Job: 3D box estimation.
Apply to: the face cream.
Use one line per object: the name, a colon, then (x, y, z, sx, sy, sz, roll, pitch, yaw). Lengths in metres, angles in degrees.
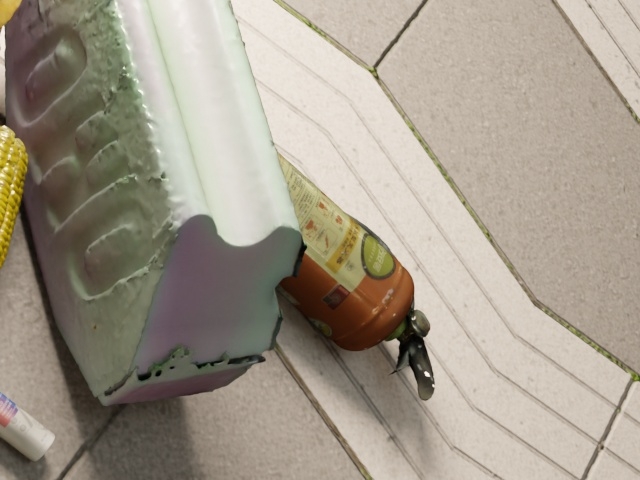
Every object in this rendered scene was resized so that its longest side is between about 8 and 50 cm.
face cream: (-0.310, 0.157, 1.830, 0.130, 0.034, 0.034, 40, 47, -14)

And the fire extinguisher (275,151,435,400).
fire extinguisher: (0.006, -0.003, 2.117, 0.376, 0.113, 0.200, 44, 46, -17)

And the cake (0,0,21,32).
cake: (-0.371, -0.228, 1.897, 0.178, 0.208, 0.185, 60, 34, -36)

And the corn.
corn: (-0.342, -0.002, 1.850, 0.093, 0.093, 0.244, 32, 50, -22)

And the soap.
soap: (-0.175, -0.076, 1.912, 0.156, 0.261, 0.446, -4, 70, -41)
